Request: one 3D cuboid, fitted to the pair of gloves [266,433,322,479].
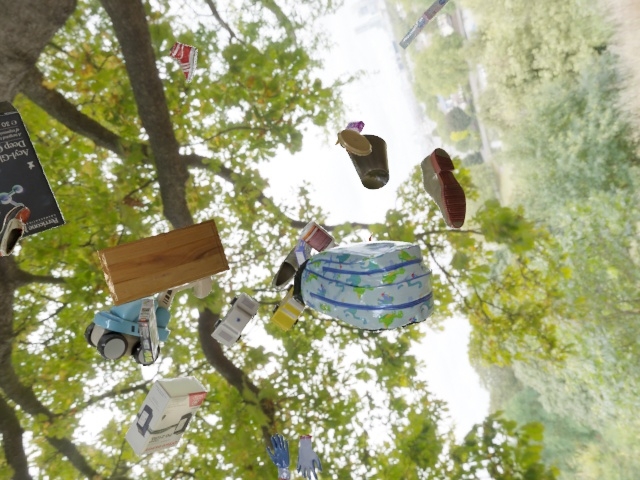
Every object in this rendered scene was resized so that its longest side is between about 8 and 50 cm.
[{"bbox_3d":[-0.091,0.733,1.473,0.023,0.198,0.159,-4,-95,-68],"label":"pair of gloves"}]

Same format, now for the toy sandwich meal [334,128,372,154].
[{"bbox_3d":[0.066,-0.195,0.885,0.085,0.029,0.085,17,-136,-17],"label":"toy sandwich meal"}]

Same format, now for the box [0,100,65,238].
[{"bbox_3d":[-1.058,-0.203,1.382,0.212,0.293,0.395,30,136,42],"label":"box"}]

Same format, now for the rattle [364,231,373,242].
[{"bbox_3d":[0.214,0.070,1.928,0.143,0.130,0.199,-13,-89,-37],"label":"rattle"}]

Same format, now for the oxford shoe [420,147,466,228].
[{"bbox_3d":[0.505,-0.203,1.810,0.123,0.130,0.348,0,-108,-31],"label":"oxford shoe"}]

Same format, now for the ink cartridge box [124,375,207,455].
[{"bbox_3d":[-0.525,0.594,1.488,0.100,0.237,0.172,34,-173,32],"label":"ink cartridge box"}]

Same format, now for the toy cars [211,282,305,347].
[{"bbox_3d":[-0.191,0.251,1.530,0.087,0.394,0.176,154,103,-70],"label":"toy cars"}]

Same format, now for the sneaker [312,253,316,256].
[{"bbox_3d":[-0.025,0.118,2.322,0.119,0.057,0.047,-74,0,-54],"label":"sneaker"}]

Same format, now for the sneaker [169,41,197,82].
[{"bbox_3d":[-0.369,-0.479,1.165,0.118,0.067,0.042,129,156,-57],"label":"sneaker"}]

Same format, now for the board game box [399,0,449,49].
[{"bbox_3d":[0.202,-0.423,0.837,0.020,0.090,0.090,42,158,-7],"label":"board game box"}]

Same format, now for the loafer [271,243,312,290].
[{"bbox_3d":[-0.143,0.126,2.290,0.112,0.319,0.111,33,169,-1],"label":"loafer"}]

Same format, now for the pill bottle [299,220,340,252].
[{"bbox_3d":[0.000,0.000,1.679,0.152,0.086,0.086,39,-157,-10],"label":"pill bottle"}]

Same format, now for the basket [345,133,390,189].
[{"bbox_3d":[0.225,-0.349,1.959,0.154,0.204,0.227,111,159,-46],"label":"basket"}]

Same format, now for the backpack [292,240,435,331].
[{"bbox_3d":[0.128,0.111,1.124,0.355,0.290,0.273,36,126,56],"label":"backpack"}]

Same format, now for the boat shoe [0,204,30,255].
[{"bbox_3d":[-0.717,-0.023,1.018,0.049,0.043,0.137,76,-159,-54],"label":"boat shoe"}]

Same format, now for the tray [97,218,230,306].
[{"bbox_3d":[-0.559,0.076,1.581,0.076,0.411,0.203,154,98,-71],"label":"tray"}]

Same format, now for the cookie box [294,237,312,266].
[{"bbox_3d":[-0.071,0.057,1.821,0.092,0.040,0.107,-75,-22,-51],"label":"cookie box"}]

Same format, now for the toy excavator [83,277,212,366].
[{"bbox_3d":[-0.721,0.297,1.890,0.433,0.222,0.445,27,-100,-43],"label":"toy excavator"}]

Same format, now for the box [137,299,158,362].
[{"bbox_3d":[-0.614,0.325,1.557,0.114,0.036,0.207,-105,19,-54],"label":"box"}]

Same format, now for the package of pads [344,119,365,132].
[{"bbox_3d":[0.141,-0.468,1.806,0.032,0.083,0.050,37,-108,-39],"label":"package of pads"}]
